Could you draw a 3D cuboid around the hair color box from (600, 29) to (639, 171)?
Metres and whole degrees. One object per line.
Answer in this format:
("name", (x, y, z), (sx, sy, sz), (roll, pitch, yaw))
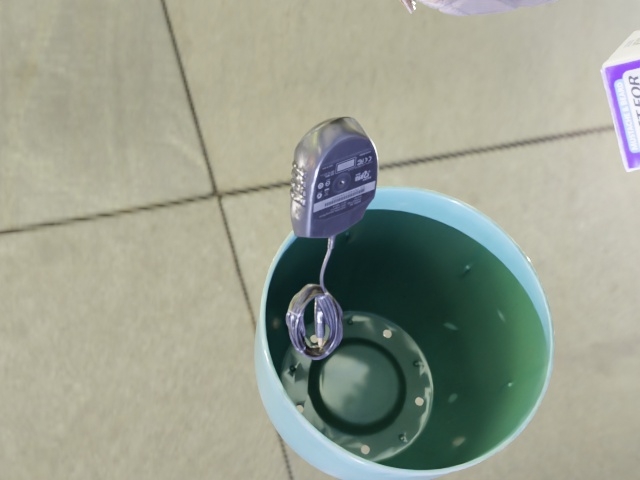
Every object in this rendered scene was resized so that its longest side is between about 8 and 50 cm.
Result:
("hair color box", (0.436, -0.160, 1.233), (0.339, 0.185, 0.110), (-9, 104, 24))

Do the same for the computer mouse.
("computer mouse", (0.000, 0.000, 1.134), (0.071, 0.242, 0.041), (-20, 45, -32))

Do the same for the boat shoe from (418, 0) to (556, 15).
("boat shoe", (0.181, -0.199, 0.637), (0.324, 0.123, 0.116), (-12, 78, 9))

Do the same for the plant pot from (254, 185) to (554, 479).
("plant pot", (0.063, 0.121, 1.455), (0.293, 0.235, 0.293), (4, 69, -11))

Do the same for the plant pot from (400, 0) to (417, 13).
("plant pot", (0.086, -0.286, 1.047), (0.165, 0.167, 0.167), (-35, 71, 7))
